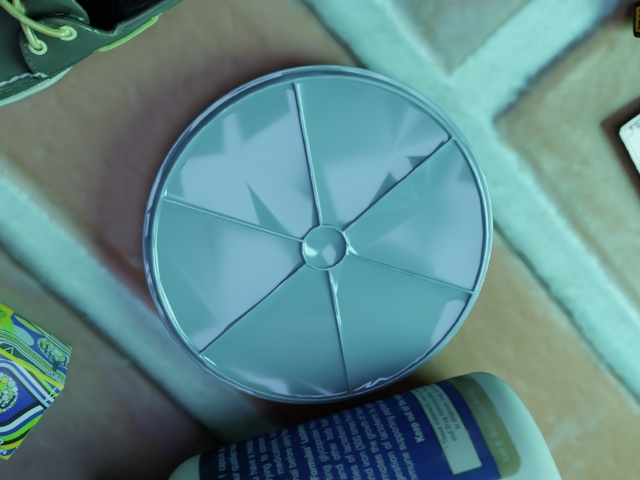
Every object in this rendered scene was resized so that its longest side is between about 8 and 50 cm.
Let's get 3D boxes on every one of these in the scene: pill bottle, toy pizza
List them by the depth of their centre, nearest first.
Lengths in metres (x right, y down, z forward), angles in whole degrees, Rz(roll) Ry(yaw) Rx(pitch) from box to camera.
[{"bbox_3d":[-0.002,0.181,0.475,0.265,0.153,0.153,-15,109,-5],"label":"pill bottle"},{"bbox_3d":[0.000,0.000,0.482,0.201,0.032,0.201,-3,107,-9],"label":"toy pizza"}]

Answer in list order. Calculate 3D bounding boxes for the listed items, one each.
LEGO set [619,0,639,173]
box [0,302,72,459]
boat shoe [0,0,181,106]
[{"bbox_3d":[0.286,-0.064,0.500,0.182,0.060,0.244,-36,109,-1],"label":"LEGO set"},{"bbox_3d":[-0.220,0.043,0.442,0.169,0.059,0.054,36,96,-18],"label":"box"},{"bbox_3d":[-0.120,-0.129,0.400,0.228,0.068,0.081,-31,110,1],"label":"boat shoe"}]
